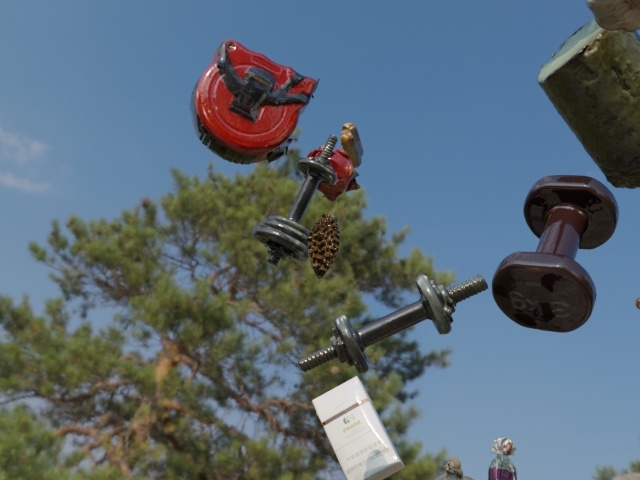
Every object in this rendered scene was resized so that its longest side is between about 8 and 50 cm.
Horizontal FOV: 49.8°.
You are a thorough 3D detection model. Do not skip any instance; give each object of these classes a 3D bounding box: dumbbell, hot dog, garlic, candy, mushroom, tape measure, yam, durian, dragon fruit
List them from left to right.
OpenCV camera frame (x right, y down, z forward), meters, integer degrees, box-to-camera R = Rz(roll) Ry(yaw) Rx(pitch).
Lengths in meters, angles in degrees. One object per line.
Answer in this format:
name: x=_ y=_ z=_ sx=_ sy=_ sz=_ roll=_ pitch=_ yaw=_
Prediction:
tape measure: x=-0.152 y=-0.292 z=1.505 sx=0.253 sy=0.260 sz=0.114 roll=24 pitch=-19 yaw=-12
dumbbell: x=-0.030 y=-0.072 z=1.208 sx=0.110 sy=0.254 sz=0.110 roll=24 pitch=-10 yaw=4
durian: x=0.010 y=0.002 z=1.123 sx=0.052 sy=0.130 sz=0.066 roll=-1 pitch=-33 yaw=11
dragon fruit: x=0.024 y=-0.146 z=1.501 sx=0.126 sy=0.112 sz=0.068 roll=62 pitch=-3 yaw=-10
hot dog: x=0.087 y=-0.259 z=1.896 sx=0.045 sy=0.071 sz=0.165 roll=1 pitch=-23 yaw=13
dumbbell: x=0.089 y=0.104 z=0.861 sx=0.254 sy=0.082 sz=0.081 roll=-25 pitch=-38 yaw=2
mushroom: x=0.207 y=0.377 z=1.071 sx=0.085 sy=0.079 sz=0.085 roll=-8 pitch=-3 yaw=0
candy: x=0.245 y=0.355 z=0.940 sx=0.045 sy=0.175 sz=0.043 roll=15 pitch=-26 yaw=-12
dumbbell: x=0.338 y=0.014 z=0.987 sx=0.140 sy=0.225 sz=0.124 roll=6 pitch=-47 yaw=32
garlic: x=0.414 y=-0.335 z=0.963 sx=0.074 sy=0.094 sz=0.113 roll=-44 pitch=-62 yaw=12
yam: x=0.533 y=-0.246 z=1.233 sx=0.300 sy=0.195 sz=0.195 roll=48 pitch=-38 yaw=-14

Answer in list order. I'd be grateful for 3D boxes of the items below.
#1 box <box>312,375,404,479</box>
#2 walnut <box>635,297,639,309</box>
box: x=0.055 y=0.294 z=1.054 sx=0.084 sy=0.154 sz=0.040 roll=-30 pitch=-38 yaw=3
walnut: x=0.654 y=0.127 z=1.247 sx=0.143 sy=0.069 sz=0.170 roll=7 pitch=14 yaw=43
